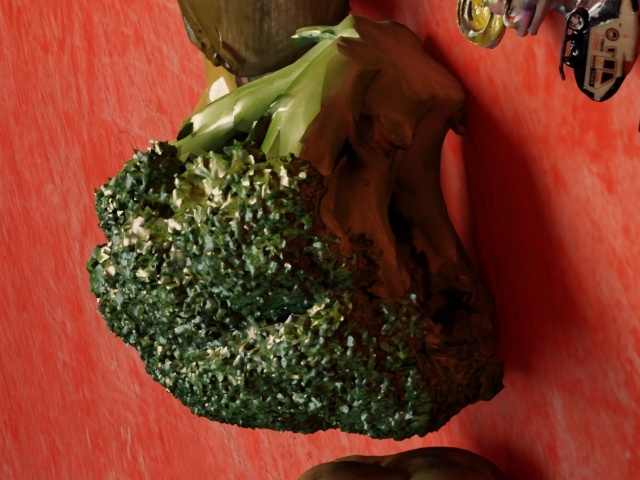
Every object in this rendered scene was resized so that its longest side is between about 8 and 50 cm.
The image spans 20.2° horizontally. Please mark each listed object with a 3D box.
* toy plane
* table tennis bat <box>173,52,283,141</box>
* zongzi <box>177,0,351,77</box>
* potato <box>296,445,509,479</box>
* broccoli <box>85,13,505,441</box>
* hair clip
[{"bbox_3d":[0.140,-0.106,0.832,0.049,0.031,0.121,14,127,16],"label":"toy plane"},{"bbox_3d":[-0.052,-0.120,1.303,0.198,0.050,0.321,66,153,15],"label":"table tennis bat"},{"bbox_3d":[-0.007,-0.227,0.990,0.300,0.145,0.274,11,119,59],"label":"zongzi"},{"bbox_3d":[0.045,0.208,1.118,0.200,0.154,0.137,93,-174,-52],"label":"potato"},{"bbox_3d":[0.000,0.000,1.033,0.294,0.265,0.245,-79,13,-72],"label":"broccoli"},{"bbox_3d":[0.091,-0.168,0.915,0.172,0.049,0.116,-114,35,-41],"label":"hair clip"}]
